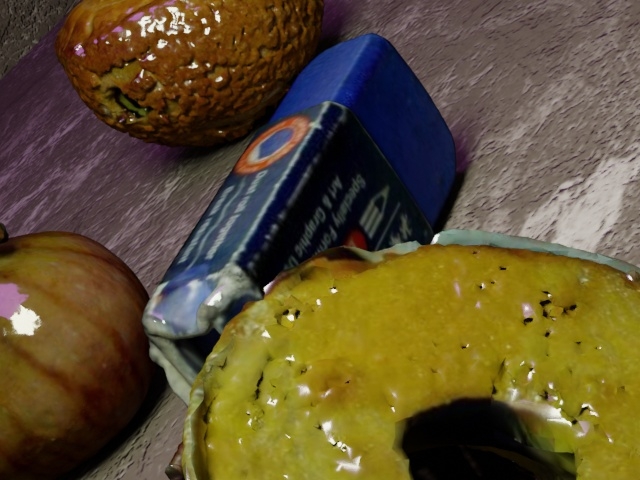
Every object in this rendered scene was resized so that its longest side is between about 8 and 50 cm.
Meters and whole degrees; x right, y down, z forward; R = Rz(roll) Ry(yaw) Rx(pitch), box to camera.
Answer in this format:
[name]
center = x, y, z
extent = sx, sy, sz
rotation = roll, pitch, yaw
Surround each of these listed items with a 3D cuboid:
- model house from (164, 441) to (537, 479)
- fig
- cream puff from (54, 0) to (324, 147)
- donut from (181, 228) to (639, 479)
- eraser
[model house]
center = 0.012, 0.123, 0.794
extent = 0.203, 0.164, 0.141
rotation = -39, 17, 7
[fig]
center = -0.252, 0.094, 1.216
extent = 0.235, 0.214, 0.235
rotation = -59, 13, 23
[cream puff]
center = -0.130, -0.217, 1.586
extent = 0.303, 0.212, 0.303
rotation = -26, 22, 11
[donut]
center = 0.071, 0.114, 0.643
extent = 0.272, 0.107, 0.272
rotation = 3, 43, -3
[eraser]
center = 0.000, 0.000, 1.054
extent = 0.101, 0.155, 0.332
rotation = -18, 30, 38
